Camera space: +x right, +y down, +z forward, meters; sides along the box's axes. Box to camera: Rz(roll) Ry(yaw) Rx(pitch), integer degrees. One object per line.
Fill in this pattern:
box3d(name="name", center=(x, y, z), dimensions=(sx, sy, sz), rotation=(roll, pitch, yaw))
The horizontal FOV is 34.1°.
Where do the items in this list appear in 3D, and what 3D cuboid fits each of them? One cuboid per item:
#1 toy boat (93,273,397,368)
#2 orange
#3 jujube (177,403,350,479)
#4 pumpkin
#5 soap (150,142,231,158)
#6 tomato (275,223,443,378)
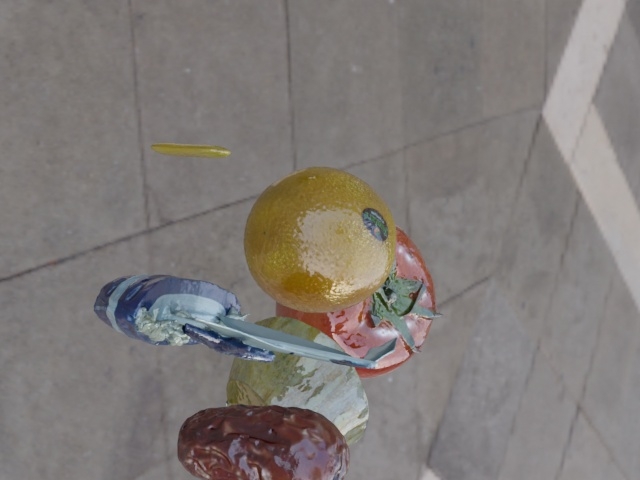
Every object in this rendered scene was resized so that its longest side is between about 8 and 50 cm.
box3d(name="toy boat", center=(-0.084, 0.080, 0.984), dimensions=(0.210, 0.292, 0.070), rotation=(7, 92, -46))
box3d(name="orange", center=(0.000, 0.000, 1.548), dimensions=(0.236, 0.236, 0.236), rotation=(-11, 103, -54))
box3d(name="jujube", center=(-0.043, 0.155, 0.757), dimensions=(0.077, 0.129, 0.077), rotation=(4, 90, -67))
box3d(name="pumpkin", center=(-0.051, 0.221, 1.413), dimensions=(0.110, 0.217, 0.217), rotation=(-41, 127, -40))
box3d(name="soap", center=(-0.124, -0.086, 0.995), dimensions=(0.034, 0.089, 0.012), rotation=(6, 90, -55))
box3d(name="tomato", center=(0.066, 0.108, 2.131), dimensions=(0.341, 0.273, 0.341), rotation=(1, 89, -34))
